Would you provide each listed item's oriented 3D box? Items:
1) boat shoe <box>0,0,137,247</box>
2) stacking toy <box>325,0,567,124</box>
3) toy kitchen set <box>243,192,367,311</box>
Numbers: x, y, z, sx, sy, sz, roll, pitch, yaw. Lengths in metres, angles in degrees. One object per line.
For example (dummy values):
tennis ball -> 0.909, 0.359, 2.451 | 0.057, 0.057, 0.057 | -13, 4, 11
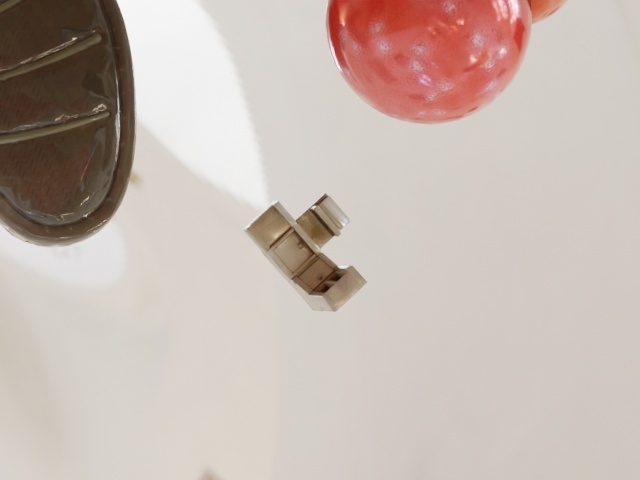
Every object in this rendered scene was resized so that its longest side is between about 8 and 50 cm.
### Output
boat shoe -> -0.181, -0.134, 1.018 | 0.111, 0.307, 0.104 | -19, 171, -17
stacking toy -> 0.109, -0.174, 0.893 | 0.141, 0.141, 0.330 | -24, -153, 53
toy kitchen set -> 0.000, 0.000, 1.430 | 0.068, 0.083, 0.075 | -43, -171, -11
